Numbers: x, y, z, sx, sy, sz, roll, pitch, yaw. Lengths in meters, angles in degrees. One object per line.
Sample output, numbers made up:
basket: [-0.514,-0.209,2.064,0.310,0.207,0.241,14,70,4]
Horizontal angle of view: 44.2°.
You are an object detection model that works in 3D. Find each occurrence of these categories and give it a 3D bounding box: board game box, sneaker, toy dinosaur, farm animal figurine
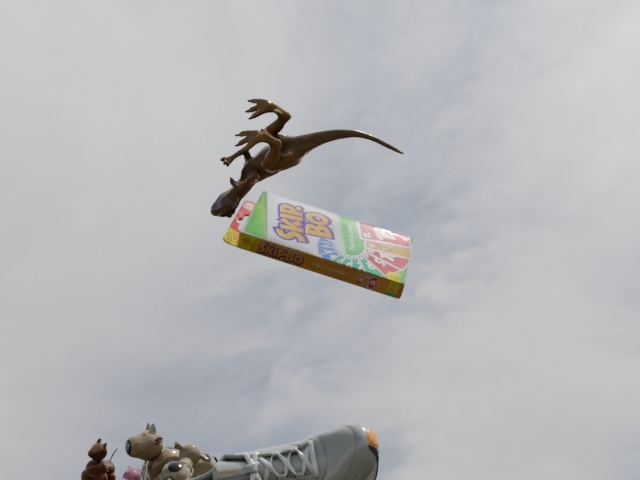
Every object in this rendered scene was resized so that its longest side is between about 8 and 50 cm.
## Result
board game box: [0.000,0.000,1.123,0.259,0.124,0.039,15,-57,4]
sneaker: [-0.054,0.277,0.907,0.262,0.099,0.121,-34,-49,24]
toy dinosaur: [-0.034,-0.098,0.829,0.211,0.064,0.112,-25,-38,13]
farm animal figurine: [-0.339,0.493,1.710,0.330,0.172,0.326,2,-18,38]
